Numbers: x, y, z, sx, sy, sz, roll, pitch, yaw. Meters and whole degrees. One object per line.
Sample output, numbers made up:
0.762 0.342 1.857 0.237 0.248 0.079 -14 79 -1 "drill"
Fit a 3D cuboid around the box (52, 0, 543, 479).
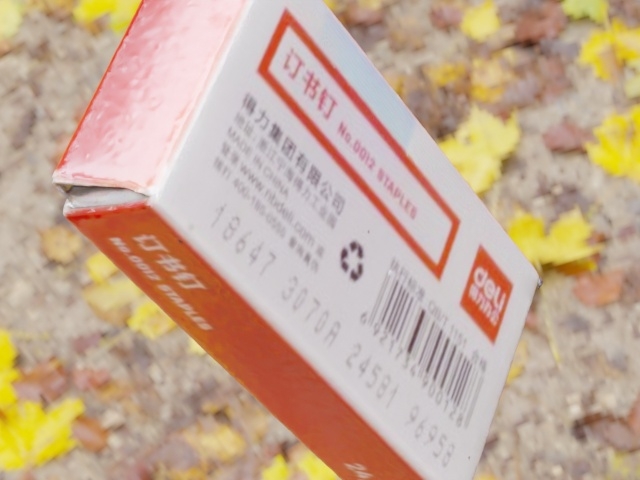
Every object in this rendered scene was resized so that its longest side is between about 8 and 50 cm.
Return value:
0.000 0.000 0.707 0.050 0.229 0.123 -4 52 38 "box"
